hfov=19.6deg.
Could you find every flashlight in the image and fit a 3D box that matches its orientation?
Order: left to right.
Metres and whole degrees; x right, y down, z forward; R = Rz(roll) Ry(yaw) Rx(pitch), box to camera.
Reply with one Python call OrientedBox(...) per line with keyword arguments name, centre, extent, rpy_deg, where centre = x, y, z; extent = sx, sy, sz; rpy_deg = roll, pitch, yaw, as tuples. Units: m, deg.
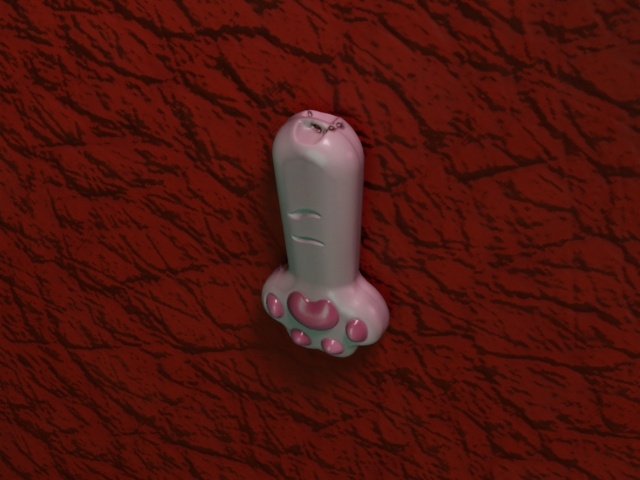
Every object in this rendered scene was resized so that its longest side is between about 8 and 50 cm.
OrientedBox(name="flashlight", centre=(0.000, 0.000, 1.253), extent=(0.093, 0.047, 0.200), rpy_deg=(16, 134, 20))
